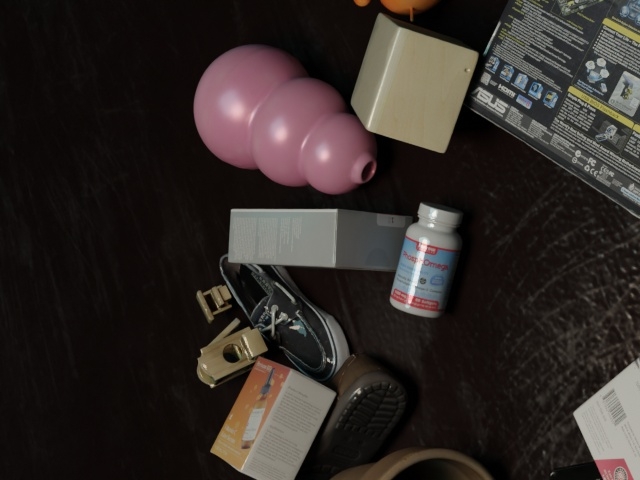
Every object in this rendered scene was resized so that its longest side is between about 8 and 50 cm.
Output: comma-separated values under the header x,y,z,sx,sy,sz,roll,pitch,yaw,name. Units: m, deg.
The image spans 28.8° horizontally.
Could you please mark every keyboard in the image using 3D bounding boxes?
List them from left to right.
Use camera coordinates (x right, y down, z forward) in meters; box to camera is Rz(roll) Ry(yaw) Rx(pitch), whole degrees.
x,y,z,sx,sy,sz,roll,pitch,yaw,name
0.392,0.344,1.671,0.192,0.038,0.100,-19,52,42,keyboard

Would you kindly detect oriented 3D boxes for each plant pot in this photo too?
x,y,z,sx,sy,sz,roll,pitch,yaw,name
0.106,0.416,1.809,0.229,0.263,0.263,0,88,62,plant pot

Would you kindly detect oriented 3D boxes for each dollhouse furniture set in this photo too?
x,y,z,sx,sy,sz,roll,pitch,yaw,name
-0.175,0.147,2.075,0.161,0.101,0.182,63,167,10,dollhouse furniture set

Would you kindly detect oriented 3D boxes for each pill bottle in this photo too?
x,y,z,sx,sy,sz,roll,pitch,yaw,name
0.161,0.028,1.855,0.087,0.087,0.160,22,103,42,pill bottle

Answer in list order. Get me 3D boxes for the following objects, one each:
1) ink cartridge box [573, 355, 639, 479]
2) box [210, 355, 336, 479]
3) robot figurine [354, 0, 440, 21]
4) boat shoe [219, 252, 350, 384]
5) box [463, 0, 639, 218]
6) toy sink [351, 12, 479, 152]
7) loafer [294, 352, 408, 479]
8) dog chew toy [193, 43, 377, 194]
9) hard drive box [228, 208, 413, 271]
x,y,z,sx,sy,sz,roll,pitch,yaw,name
0.443,0.221,1.556,0.218,0.092,0.159,-49,41,32,ink cartridge box
-0.074,0.280,1.913,0.170,0.091,0.130,-64,24,-9,box
0.120,-0.431,1.888,0.219,0.158,0.128,58,146,29,robot figurine
-0.067,0.123,2.055,0.301,0.102,0.108,53,122,31,boat shoe
0.404,-0.231,1.633,0.395,0.097,0.318,39,116,37,box
0.137,-0.235,1.836,0.234,0.131,0.153,-109,36,-75,toy sink
0.009,0.325,1.980,0.366,0.133,0.130,-51,28,20,loafer
-0.047,-0.180,1.994,0.332,0.206,0.207,32,110,31,dog chew toy
0.000,0.000,1.946,0.232,0.181,0.089,2,88,42,hard drive box
